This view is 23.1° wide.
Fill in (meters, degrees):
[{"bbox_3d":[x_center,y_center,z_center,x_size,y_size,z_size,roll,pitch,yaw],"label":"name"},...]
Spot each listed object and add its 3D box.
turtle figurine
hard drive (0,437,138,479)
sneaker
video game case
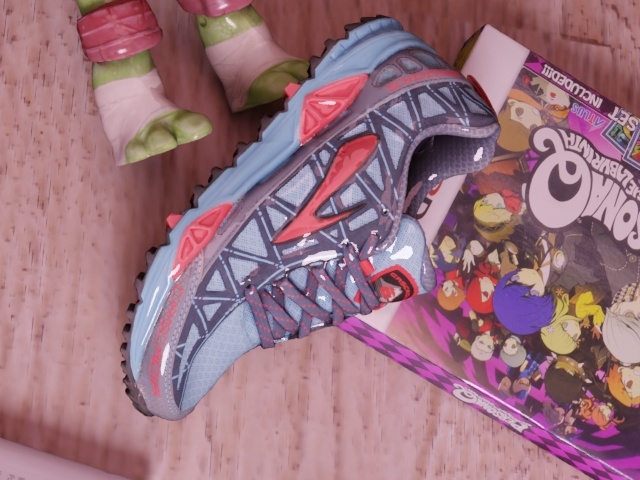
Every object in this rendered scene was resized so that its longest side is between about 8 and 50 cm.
[{"bbox_3d":[-0.083,-0.192,0.834,0.274,0.198,0.266,-20,100,20],"label":"turtle figurine"},{"bbox_3d":[-0.235,0.145,0.733,0.307,0.040,0.203,19,29,-10],"label":"hard drive"},{"bbox_3d":[0.000,0.000,0.840,0.125,0.104,0.262,34,79,18],"label":"sneaker"},{"bbox_3d":[0.147,0.014,0.943,0.232,0.042,0.210,31,70,-6],"label":"video game case"}]
